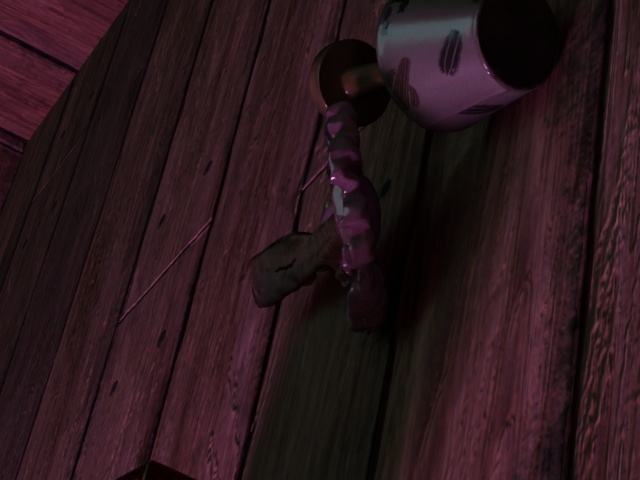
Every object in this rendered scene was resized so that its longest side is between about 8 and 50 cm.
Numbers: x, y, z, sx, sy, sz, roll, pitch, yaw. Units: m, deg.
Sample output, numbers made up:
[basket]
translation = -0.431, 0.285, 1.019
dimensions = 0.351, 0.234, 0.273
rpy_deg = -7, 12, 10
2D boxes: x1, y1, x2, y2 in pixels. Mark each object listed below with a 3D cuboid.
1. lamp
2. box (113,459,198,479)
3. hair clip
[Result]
[lamp]
translation = 0.080, -0.139, 1.389
dimensions = 0.214, 0.121, 0.121
rpy_deg = -9, 56, 56
[box]
translation = -0.114, 0.242, 1.355
dimensions = 0.240, 0.153, 0.074
rpy_deg = -34, 38, 58
[hair clip]
translation = 0.007, -0.001, 1.447
dimensions = 0.300, 0.069, 0.173
rpy_deg = 141, 120, -72
